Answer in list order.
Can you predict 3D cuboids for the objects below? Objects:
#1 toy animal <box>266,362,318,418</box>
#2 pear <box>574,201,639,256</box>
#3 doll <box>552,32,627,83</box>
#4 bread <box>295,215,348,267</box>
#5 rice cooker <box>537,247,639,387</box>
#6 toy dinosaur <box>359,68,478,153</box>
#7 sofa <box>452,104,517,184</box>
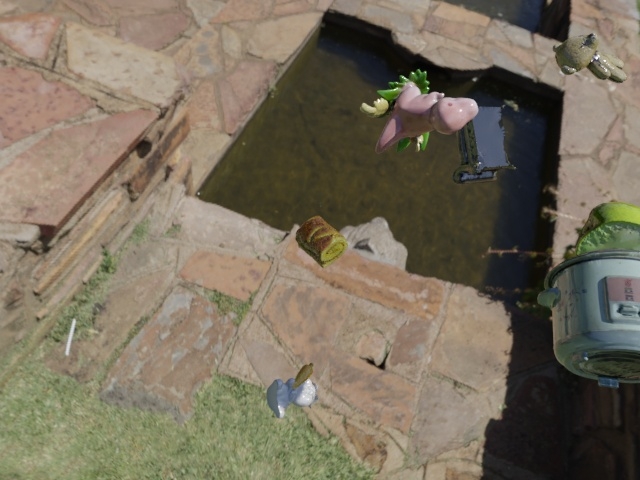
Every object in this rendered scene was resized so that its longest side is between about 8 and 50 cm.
[{"bbox_3d":[-0.061,0.412,1.306,0.182,0.127,0.131,4,72,-36],"label":"toy animal"},{"bbox_3d":[0.927,0.015,1.478,0.282,0.286,0.176,54,34,-5],"label":"pear"},{"bbox_3d":[0.342,-0.227,0.597,0.093,0.051,0.061,24,53,-29],"label":"doll"},{"bbox_3d":[0.000,0.000,1.631,0.132,0.103,0.172,-40,44,-9],"label":"bread"},{"bbox_3d":[0.658,0.159,1.058,0.317,0.264,0.316,-11,53,15],"label":"rice cooker"},{"bbox_3d":[0.188,-0.216,0.876,0.194,0.152,0.177,-15,33,16],"label":"toy dinosaur"},{"bbox_3d":[0.503,-0.319,1.557,0.200,0.182,0.258,-10,90,-31],"label":"sofa"}]
